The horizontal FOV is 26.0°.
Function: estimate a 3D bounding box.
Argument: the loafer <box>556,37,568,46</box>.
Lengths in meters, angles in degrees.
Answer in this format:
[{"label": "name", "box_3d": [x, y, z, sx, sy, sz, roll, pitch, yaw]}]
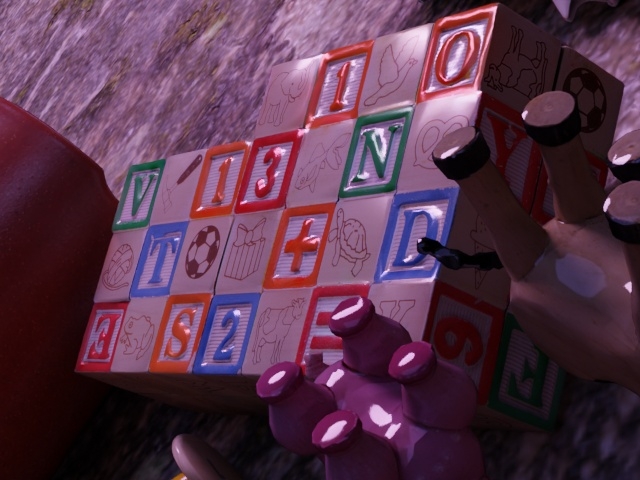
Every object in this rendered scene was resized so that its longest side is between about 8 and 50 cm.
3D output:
[{"label": "loafer", "box_3d": [0.089, -0.057, 0.742, 0.125, 0.045, 0.039, -40, 47, 32]}]

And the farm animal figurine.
[{"label": "farm animal figurine", "box_3d": [0.136, 0.104, 0.378, 0.327, 0.172, 0.330, -9, 40, 34]}]

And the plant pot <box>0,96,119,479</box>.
[{"label": "plant pot", "box_3d": [-0.244, 0.062, 0.870, 0.265, 0.272, 0.272, -52, 28, -19]}]

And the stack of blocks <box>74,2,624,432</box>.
[{"label": "stack of blocks", "box_3d": [0.000, 0.000, 0.710, 0.297, 0.087, 0.171, -7, 64, 52]}]

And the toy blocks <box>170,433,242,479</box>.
[{"label": "toy blocks", "box_3d": [-0.097, 0.186, 0.706, 0.148, 0.054, 0.123, -46, 29, 9]}]

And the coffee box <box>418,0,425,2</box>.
[{"label": "coffee box", "box_3d": [0.092, -0.213, 0.855, 0.113, 0.040, 0.184, -42, 11, 19]}]

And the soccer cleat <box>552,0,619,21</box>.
[{"label": "soccer cleat", "box_3d": [0.164, -0.147, 0.751, 0.083, 0.029, 0.035, -21, 72, 22]}]
